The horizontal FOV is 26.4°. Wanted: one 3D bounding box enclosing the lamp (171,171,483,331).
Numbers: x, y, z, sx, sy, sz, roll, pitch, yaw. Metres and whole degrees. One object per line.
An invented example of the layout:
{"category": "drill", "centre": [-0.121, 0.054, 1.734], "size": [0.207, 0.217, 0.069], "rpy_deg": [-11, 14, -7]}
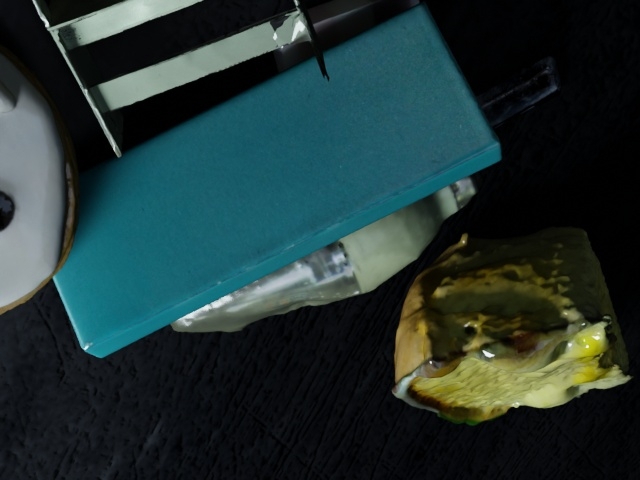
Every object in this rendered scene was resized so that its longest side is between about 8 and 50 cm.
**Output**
{"category": "lamp", "centre": [0.000, 0.000, 0.983], "size": [0.250, 0.101, 0.101], "rpy_deg": [-26, 128, -5]}

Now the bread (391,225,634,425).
{"category": "bread", "centre": [0.147, 0.056, 1.069], "size": [0.174, 0.133, 0.251], "rpy_deg": [-15, 162, 17]}

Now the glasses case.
{"category": "glasses case", "centre": [-0.038, -0.037, 0.912], "size": [0.301, 0.117, 0.070], "rpy_deg": [-26, 165, 4]}

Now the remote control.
{"category": "remote control", "centre": [0.142, -0.106, 1.039], "size": [0.096, 0.014, 0.039], "rpy_deg": [-27, 128, -10]}

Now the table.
{"category": "table", "centre": [-0.093, -0.154, 0.833], "size": [0.146, 0.062, 0.175], "rpy_deg": [-19, 125, 6]}

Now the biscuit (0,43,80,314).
{"category": "biscuit", "centre": [-0.242, -0.039, 0.831], "size": [0.181, 0.049, 0.208], "rpy_deg": [-36, 110, 1]}

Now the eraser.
{"category": "eraser", "centre": [0.020, -0.136, 0.951], "size": [0.105, 0.026, 0.065], "rpy_deg": [-22, 126, -11]}
